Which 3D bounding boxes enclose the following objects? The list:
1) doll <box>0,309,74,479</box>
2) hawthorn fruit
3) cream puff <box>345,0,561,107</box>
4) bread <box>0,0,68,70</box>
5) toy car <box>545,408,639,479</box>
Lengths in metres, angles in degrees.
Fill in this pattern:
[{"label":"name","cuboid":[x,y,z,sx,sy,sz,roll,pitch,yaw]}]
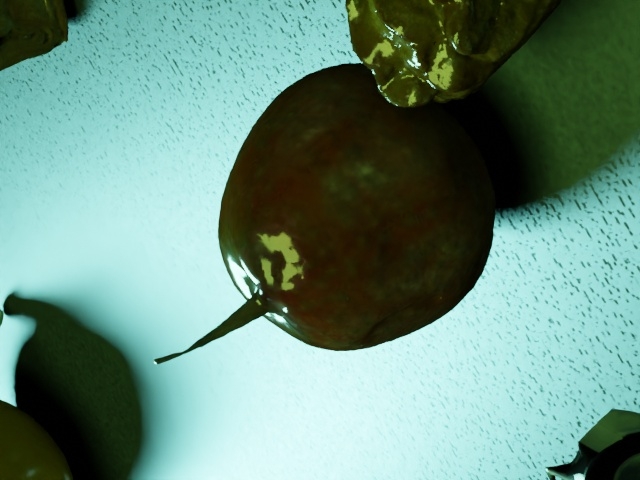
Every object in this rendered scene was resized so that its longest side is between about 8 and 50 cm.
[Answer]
[{"label":"doll","cuboid":[-0.314,0.195,1.422,0.213,0.213,0.236,22,131,40]},{"label":"hawthorn fruit","cuboid":[0.017,-0.001,0.903,0.149,0.189,0.149,13,144,10]},{"label":"cream puff","cuboid":[0.060,-0.121,0.814,0.094,0.122,0.116,46,105,3]},{"label":"bread","cuboid":[-0.268,-0.176,1.122,0.143,0.158,0.149,18,134,41]},{"label":"toy car","cuboid":[0.243,0.207,0.838,0.301,0.118,0.193,25,143,36]}]
